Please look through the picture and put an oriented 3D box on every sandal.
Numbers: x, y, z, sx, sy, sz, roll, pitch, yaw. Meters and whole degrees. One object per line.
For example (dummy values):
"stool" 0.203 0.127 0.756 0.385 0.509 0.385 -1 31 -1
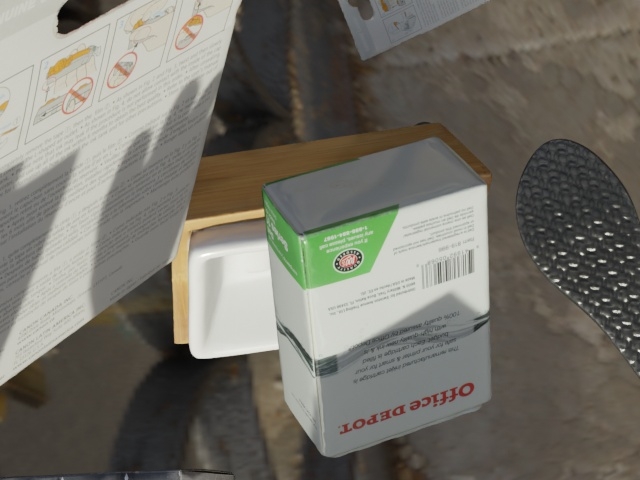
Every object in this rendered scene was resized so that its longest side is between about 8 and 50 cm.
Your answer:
"sandal" 0.173 0.021 1.030 0.067 0.040 0.179 -34 95 11

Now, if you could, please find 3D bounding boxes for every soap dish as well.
"soap dish" 0.000 0.000 1.652 0.291 0.229 0.118 -9 60 -9

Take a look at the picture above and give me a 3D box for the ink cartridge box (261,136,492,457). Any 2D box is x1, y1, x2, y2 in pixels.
"ink cartridge box" 0.046 0.044 1.344 0.153 0.087 0.208 -16 124 -18

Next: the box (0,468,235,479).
"box" -0.141 0.264 1.128 0.183 0.056 0.231 -9 75 36

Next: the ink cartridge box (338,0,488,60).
"ink cartridge box" 0.094 -0.268 1.664 0.179 0.145 0.045 -25 42 0

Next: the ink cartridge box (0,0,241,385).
"ink cartridge box" -0.111 -0.043 0.708 0.056 0.181 0.225 33 134 19
